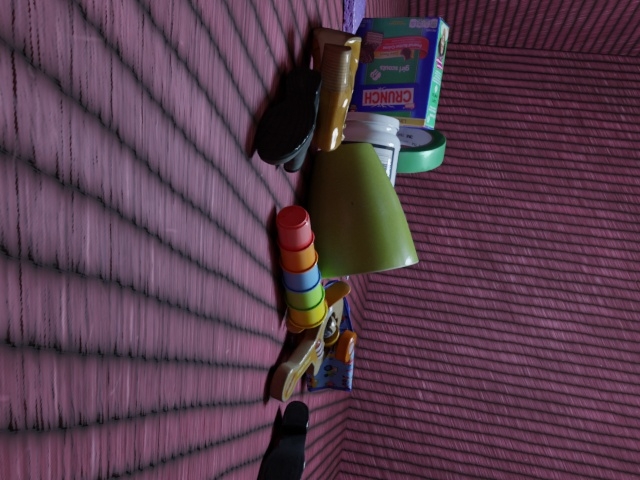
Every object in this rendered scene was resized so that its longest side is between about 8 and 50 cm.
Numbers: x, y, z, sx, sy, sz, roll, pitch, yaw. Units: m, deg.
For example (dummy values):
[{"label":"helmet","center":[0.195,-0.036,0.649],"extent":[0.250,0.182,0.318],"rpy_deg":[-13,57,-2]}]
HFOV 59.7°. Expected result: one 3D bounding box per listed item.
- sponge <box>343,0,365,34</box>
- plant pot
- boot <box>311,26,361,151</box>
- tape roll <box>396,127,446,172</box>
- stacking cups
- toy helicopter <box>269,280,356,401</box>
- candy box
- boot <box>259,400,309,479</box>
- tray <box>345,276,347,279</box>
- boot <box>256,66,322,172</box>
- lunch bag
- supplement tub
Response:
[{"label":"sponge","center":[0.096,-0.650,1.539],"extent":[0.210,0.031,0.117],"rpy_deg":[-72,166,-49]},{"label":"plant pot","center":[0.074,-0.074,1.330],"extent":[0.275,0.275,0.293],"rpy_deg":[-15,97,-79]},{"label":"boot","center":[0.018,-0.319,1.168],"extent":[0.295,0.104,0.211],"rpy_deg":[-86,-174,-60]},{"label":"tape roll","center":[0.271,-0.332,1.947],"extent":[0.321,0.322,0.077],"rpy_deg":[-66,162,-58]},{"label":"stacking cups","center":[-0.037,0.062,1.158],"extent":[0.316,0.096,0.096],"rpy_deg":[86,15,-50]},{"label":"toy helicopter","center":[-0.020,0.240,1.324],"extent":[0.355,0.140,0.234],"rpy_deg":[-46,149,-56]},{"label":"candy box","center":[0.236,-0.515,1.730],"extent":[0.122,0.268,0.317],"rpy_deg":[-12,111,-60]},{"label":"boot","center":[-0.094,0.570,1.371],"extent":[0.264,0.096,0.280],"rpy_deg":[-83,-179,-45]},{"label":"tray","center":[0.108,0.009,2.145],"extent":[0.145,0.030,0.270],"rpy_deg":[-72,166,-49]},{"label":"boot","center":[-0.046,-0.176,0.985],"extent":[0.161,0.084,0.246],"rpy_deg":[95,10,-49]},{"label":"lunch bag","center":[0.026,0.277,1.704],"extent":[0.293,0.138,0.220],"rpy_deg":[-90,180,-59]},{"label":"supplement tub","center":[0.117,-0.204,1.551],"extent":[0.191,0.191,0.272],"rpy_deg":[-11,109,-80]}]
